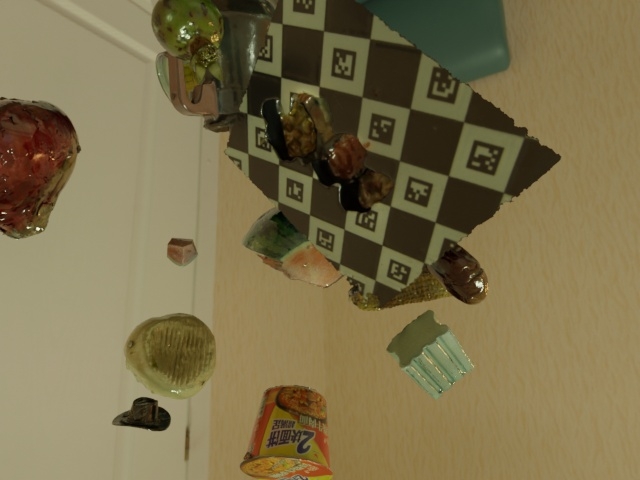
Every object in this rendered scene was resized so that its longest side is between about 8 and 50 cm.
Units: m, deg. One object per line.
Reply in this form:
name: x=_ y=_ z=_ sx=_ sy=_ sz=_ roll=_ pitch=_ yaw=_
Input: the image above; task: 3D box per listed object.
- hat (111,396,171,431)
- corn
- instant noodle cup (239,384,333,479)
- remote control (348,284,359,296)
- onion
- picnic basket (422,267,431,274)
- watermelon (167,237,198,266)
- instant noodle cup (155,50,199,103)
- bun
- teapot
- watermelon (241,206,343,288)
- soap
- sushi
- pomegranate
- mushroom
hat: x=-0.369 y=0.359 z=0.844 sx=0.121 sy=0.050 sz=0.121 roll=11 pitch=178 yaw=0
corn: x=0.202 y=0.097 z=0.884 sx=0.288 sy=0.086 sz=0.086 roll=-9 pitch=167 yaw=-3
instant noodle cup: x=-0.071 y=0.456 z=0.951 sx=0.213 sy=0.174 sz=0.213 roll=3 pitch=136 yaw=2
remote control: x=0.086 y=0.061 z=0.615 sx=0.096 sy=0.014 sz=0.039 roll=-23 pitch=167 yaw=-11
onion: x=-0.335 y=-0.071 z=0.409 sx=0.184 sy=0.147 sz=0.184 roll=-11 pitch=-161 yaw=4
picnic basket: x=0.211 y=0.017 z=0.760 sx=0.072 sy=0.083 sz=0.072 roll=-8 pitch=-149 yaw=5
watermelon: x=-0.425 y=0.034 z=1.220 sx=0.085 sy=0.092 sz=0.072 roll=-3 pitch=169 yaw=5
instant noodle cup: x=-0.485 y=-0.629 z=1.536 sx=0.200 sy=0.264 sz=0.264 roll=-35 pitch=-174 yaw=-32
bun: x=-0.430 y=0.329 z=1.162 sx=0.259 sy=0.259 sz=0.160 roll=7 pitch=144 yaw=-32
teapot: x=-0.264 y=-0.483 z=1.161 sx=0.306 sy=0.361 sz=0.376 roll=4 pitch=-167 yaw=37
watermelon: x=-0.015 y=-0.013 z=1.067 sx=0.319 sy=0.292 sz=0.222 roll=39 pitch=178 yaw=1
soap: x=0.216 y=0.224 z=0.773 sx=0.115 sy=0.063 sz=0.198 roll=-40 pitch=133 yaw=0
sushi: x=0.040 y=-0.095 z=0.436 sx=0.050 sy=0.290 sz=0.264 roll=-36 pitch=167 yaw=-45
pomegranate: x=-0.287 y=-0.445 z=0.888 sx=0.156 sy=0.220 sz=0.156 roll=-11 pitch=172 yaw=-2
mushroom: x=0.181 y=0.038 z=0.562 sx=0.052 sy=0.123 sz=0.123 roll=-38 pitch=162 yaw=4
